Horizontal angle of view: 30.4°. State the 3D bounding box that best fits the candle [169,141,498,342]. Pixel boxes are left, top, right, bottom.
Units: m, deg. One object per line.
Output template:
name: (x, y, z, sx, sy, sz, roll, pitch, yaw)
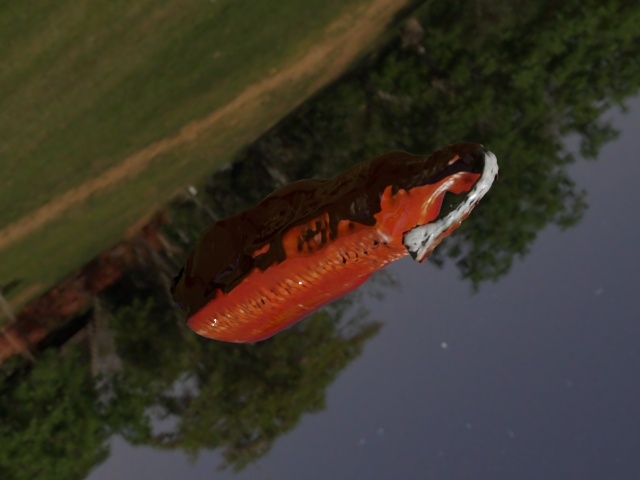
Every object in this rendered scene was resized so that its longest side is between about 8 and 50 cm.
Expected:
candle: (0.000, 0.000, 0.430, 0.162, 0.053, 0.048, -29, -171, 44)
